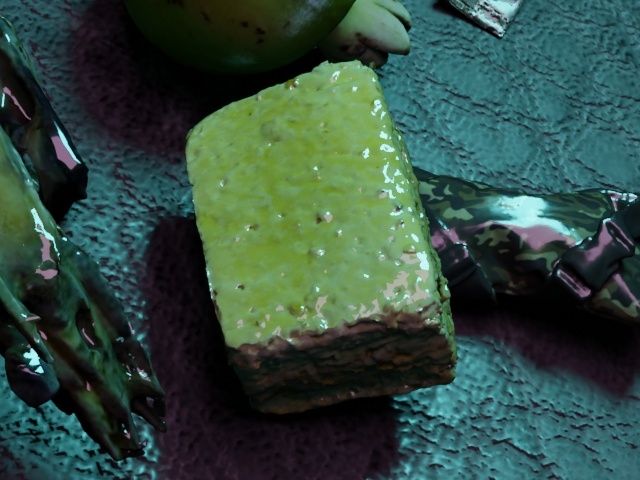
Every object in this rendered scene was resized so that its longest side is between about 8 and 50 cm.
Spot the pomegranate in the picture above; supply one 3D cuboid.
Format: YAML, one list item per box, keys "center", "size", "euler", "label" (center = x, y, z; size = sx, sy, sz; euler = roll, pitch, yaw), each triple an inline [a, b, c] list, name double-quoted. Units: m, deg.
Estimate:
- center: [-0.025, -0.192, 1.059]
  size: [0.210, 0.179, 0.179]
  euler: [7, 53, -14]
  label: "pomegranate"

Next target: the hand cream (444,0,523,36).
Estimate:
- center: [0.144, -0.227, 1.230]
  size: [0.062, 0.039, 0.163]
  euler: [36, 53, -11]
  label: "hand cream"

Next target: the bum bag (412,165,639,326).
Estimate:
- center: [0.124, 0.000, 1.037]
  size: [0.248, 0.069, 0.102]
  euler: [6, 71, 6]
  label: "bum bag"

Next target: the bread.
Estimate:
- center: [0.000, 0.000, 0.959]
  size: [0.138, 0.102, 0.196]
  euler: [-14, 55, -2]
  label: "bread"

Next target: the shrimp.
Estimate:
- center: [-0.209, -0.069, 0.921]
  size: [0.445, 0.085, 0.272]
  euler: [57, 13, 9]
  label: "shrimp"
